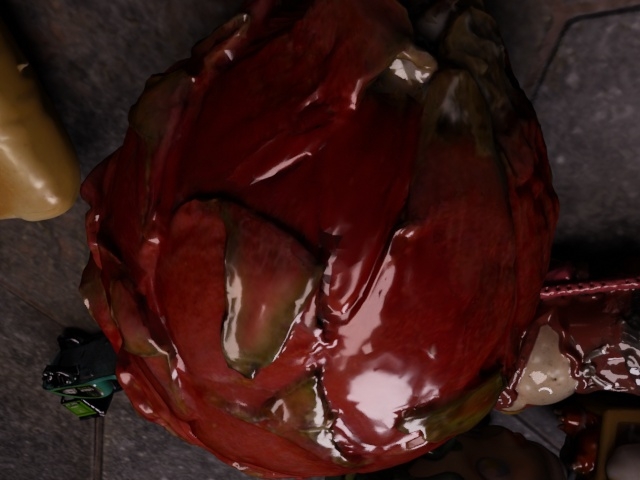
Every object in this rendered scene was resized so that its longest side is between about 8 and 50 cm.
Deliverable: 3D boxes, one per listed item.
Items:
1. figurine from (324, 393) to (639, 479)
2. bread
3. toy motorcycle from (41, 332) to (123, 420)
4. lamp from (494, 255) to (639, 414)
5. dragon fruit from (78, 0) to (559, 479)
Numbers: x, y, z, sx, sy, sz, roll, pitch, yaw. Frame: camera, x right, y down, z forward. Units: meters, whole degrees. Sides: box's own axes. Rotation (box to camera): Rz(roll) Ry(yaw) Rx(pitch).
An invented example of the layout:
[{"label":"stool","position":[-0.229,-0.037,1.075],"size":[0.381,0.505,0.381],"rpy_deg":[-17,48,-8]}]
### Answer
[{"label":"figurine","position":[0.182,0.222,0.739],"size":[0.381,0.186,0.261],"rpy_deg":[0,175,-9]},{"label":"bread","position":[-0.274,-0.136,0.619],"size":[0.141,0.091,0.305],"rpy_deg":[-8,131,15]},{"label":"toy motorcycle","position":[-0.198,0.127,0.883],"size":[0.173,0.058,0.100],"rpy_deg":[-16,134,31]},{"label":"lamp","position":[0.136,0.078,0.691],"size":[0.253,0.118,0.118],"rpy_deg":[-8,130,23]},{"label":"dragon fruit","position":[0.000,0.000,0.547],"size":[0.277,0.278,0.342],"rpy_deg":[36,138,-19]}]
